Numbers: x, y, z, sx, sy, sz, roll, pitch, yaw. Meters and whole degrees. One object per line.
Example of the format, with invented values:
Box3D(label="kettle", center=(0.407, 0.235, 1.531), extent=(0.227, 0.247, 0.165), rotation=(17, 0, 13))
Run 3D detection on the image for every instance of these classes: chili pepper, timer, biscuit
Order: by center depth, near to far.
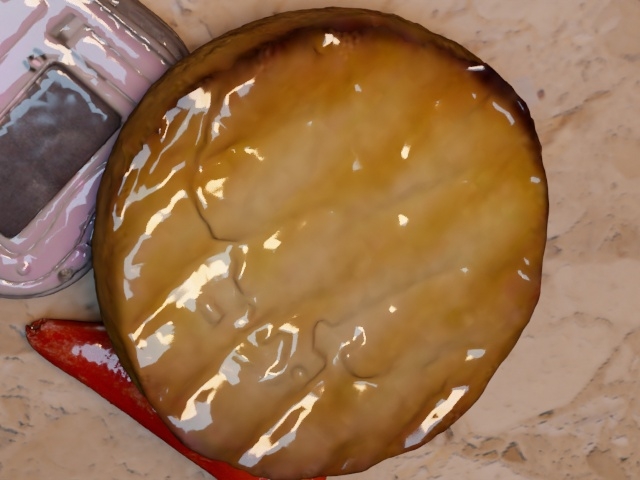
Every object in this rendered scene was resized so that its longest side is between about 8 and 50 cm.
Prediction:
Box3D(label="timer", center=(-0.187, -0.074, 1.041), extent=(0.190, 0.069, 0.208), rotation=(38, 99, -18))
Box3D(label="biscuit", center=(0.000, 0.000, 1.046), extent=(0.296, 0.102, 0.296), rotation=(-6, 107, -21))
Box3D(label="chili pepper", center=(-0.071, 0.118, 1.119), extent=(0.272, 0.063, 0.071), rotation=(34, 89, -12))
